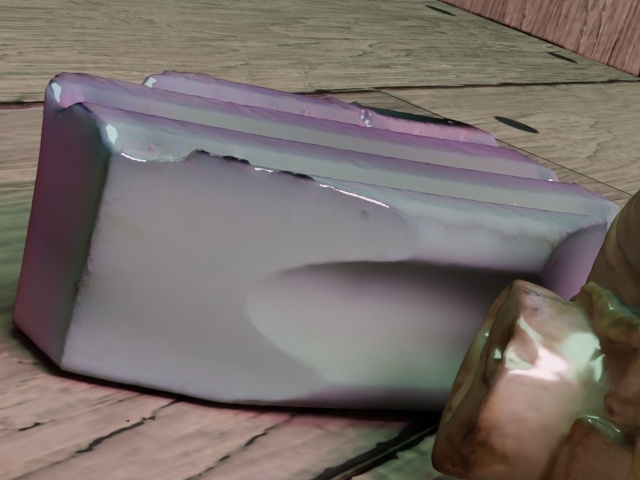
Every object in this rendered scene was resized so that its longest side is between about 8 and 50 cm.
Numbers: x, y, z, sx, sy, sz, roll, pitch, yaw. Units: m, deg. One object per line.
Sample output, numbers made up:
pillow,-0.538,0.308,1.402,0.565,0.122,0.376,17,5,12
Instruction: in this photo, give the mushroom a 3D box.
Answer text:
mushroom,0.164,0.048,0.702,0.195,0.189,0.254,20,11,-4

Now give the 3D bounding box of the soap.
soap,0.000,0.000,0.831,0.323,0.109,0.193,7,17,-40
